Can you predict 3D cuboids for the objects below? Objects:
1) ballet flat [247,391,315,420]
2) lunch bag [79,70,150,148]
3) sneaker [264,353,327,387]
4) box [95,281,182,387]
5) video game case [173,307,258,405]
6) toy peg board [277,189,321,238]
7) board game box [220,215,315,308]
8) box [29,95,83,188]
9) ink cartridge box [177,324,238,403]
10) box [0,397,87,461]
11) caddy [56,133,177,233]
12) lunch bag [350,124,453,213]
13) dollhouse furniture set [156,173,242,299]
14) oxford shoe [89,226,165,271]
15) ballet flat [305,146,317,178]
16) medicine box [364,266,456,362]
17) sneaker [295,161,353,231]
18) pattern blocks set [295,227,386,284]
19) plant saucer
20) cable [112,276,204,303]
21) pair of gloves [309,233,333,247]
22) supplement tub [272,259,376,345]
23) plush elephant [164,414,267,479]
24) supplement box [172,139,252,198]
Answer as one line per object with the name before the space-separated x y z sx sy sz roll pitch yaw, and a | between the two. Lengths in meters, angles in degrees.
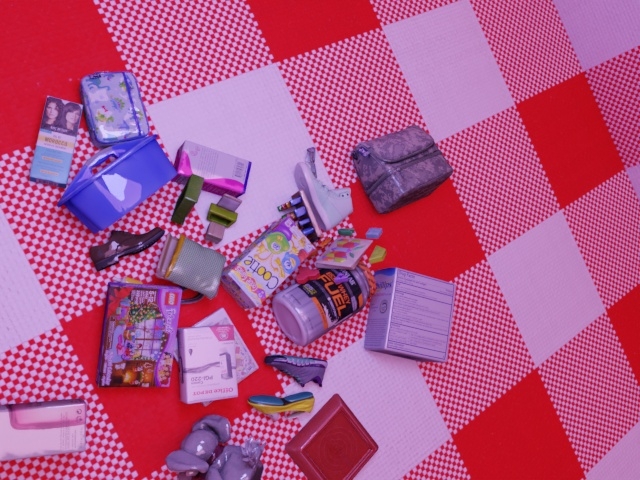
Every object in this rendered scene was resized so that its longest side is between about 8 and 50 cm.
ballet flat | -0.123 0.531 1.907 0.230 0.077 0.077 2 98 -28
lunch bag | -0.615 -0.394 1.796 0.176 0.090 0.219 -13 89 -30
sneaker | -0.079 0.425 1.938 0.223 0.083 0.098 11 82 -25
box | -0.517 0.270 1.711 0.200 0.057 0.294 6 96 -28
video game case | -0.331 0.357 1.853 0.206 0.026 0.227 -33 97 -26
toy peg board | -0.076 -0.072 1.980 0.079 0.160 0.161 -23 93 -12
board game box | -0.175 0.072 1.909 0.275 0.142 0.144 -45 102 -25
box | -0.758 -0.281 1.722 0.100 0.060 0.245 12 77 -25
ink cartridge box | -0.337 0.365 1.784 0.158 0.092 0.218 -1 84 -26
box | -0.738 0.489 1.562 0.232 0.148 0.127 2 81 -27
caddy | -0.577 -0.173 1.696 0.341 0.241 0.179 -44 106 -25
lunch bag | 0.284 -0.269 2.164 0.305 0.212 0.256 -24 77 -28
dollhouse furniture set | -0.348 -0.011 1.779 0.197 0.151 0.302 22 52 -20
oxford shoe | -0.567 0.001 1.762 0.227 0.082 0.096 -26 90 -28
ballet flat | -0.033 -0.270 2.097 0.041 0.041 0.115 0 82 -26
medicine box | 0.318 0.266 2.120 0.263 0.149 0.290 16 75 -23
sneaker | 0.017 -0.177 2.069 0.151 0.094 0.256 -32 107 -21
pattern blocks set | 0.075 0.041 1.971 0.325 0.285 0.026 -64 146 -56
plant saucer | 0.052 0.688 1.980 0.259 0.047 0.258 -41 101 -26
cable | -0.479 0.181 1.780 0.287 0.072 0.140 3 83 -25
pair of gloves | 0.000 0.000 2.043 0.074 0.083 0.010 -36 123 -34
supplement tub | 0.017 0.190 1.958 0.316 0.193 0.194 -30 96 -27
plush elephant | -0.310 0.653 1.711 0.272 0.255 0.330 -25 135 -64
supplement box | -0.345 -0.219 1.888 0.219 0.114 0.111 17 76 -24
